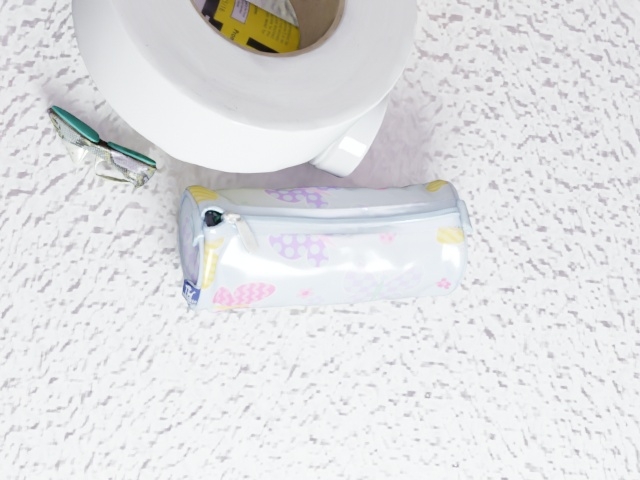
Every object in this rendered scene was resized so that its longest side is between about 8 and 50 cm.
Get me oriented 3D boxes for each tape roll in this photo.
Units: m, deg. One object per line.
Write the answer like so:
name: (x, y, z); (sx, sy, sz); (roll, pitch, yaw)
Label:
tape roll: (-0.064, -0.205, 1.319); (0.286, 0.100, 0.286); (8, 69, -21)

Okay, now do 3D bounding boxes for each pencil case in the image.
pencil case: (0.000, 0.000, 1.444); (0.273, 0.124, 0.113); (-1, 51, -17)

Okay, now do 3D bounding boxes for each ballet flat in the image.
ballet flat: (-0.208, -0.081, 1.431); (0.114, 0.041, 0.041); (29, 83, -13)

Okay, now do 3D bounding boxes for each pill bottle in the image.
pill bottle: (-0.050, -0.146, 1.430); (0.208, 0.119, 0.119); (25, 84, -14)
